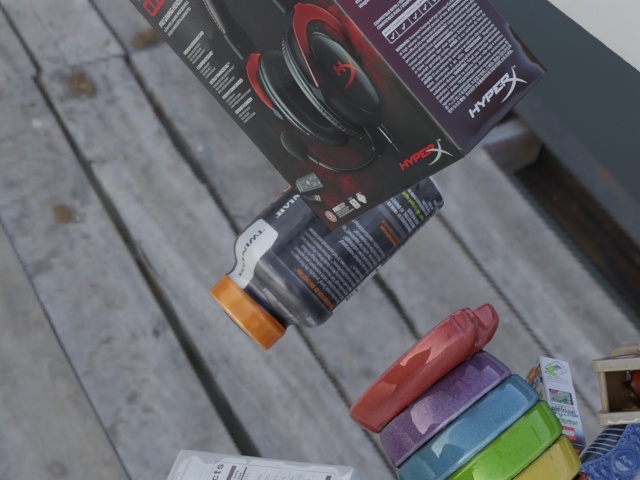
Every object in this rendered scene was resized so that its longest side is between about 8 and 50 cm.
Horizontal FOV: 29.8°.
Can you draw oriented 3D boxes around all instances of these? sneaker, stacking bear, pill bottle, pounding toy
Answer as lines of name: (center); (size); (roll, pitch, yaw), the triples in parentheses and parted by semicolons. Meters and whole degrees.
sneaker: (0.437, 0.326, 1.791); (0.081, 0.090, 0.232); (44, 94, 7)
stacking bear: (0.175, 0.219, 1.092); (0.289, 0.164, 0.175); (50, 14, 12)
pill bottle: (0.000, 0.000, 1.242); (0.246, 0.130, 0.130); (-44, 65, -5)
pounding toy: (0.407, 0.137, 1.420); (0.154, 0.269, 0.154); (-4, 86, -24)

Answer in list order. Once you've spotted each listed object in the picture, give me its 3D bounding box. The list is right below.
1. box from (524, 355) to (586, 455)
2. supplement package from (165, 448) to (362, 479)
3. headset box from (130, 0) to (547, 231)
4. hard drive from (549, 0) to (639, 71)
box: (0.215, 0.233, 1.282); (0.036, 0.207, 0.114); (13, 40, -11)
supplement package: (-0.026, 0.307, 0.842); (0.145, 0.262, 0.204); (0, 48, 29)
headset box: (-0.009, -0.171, 0.905); (0.293, 0.218, 0.110); (49, 61, -7)
hard drive: (0.352, -0.339, 1.271); (0.040, 0.307, 0.203); (-30, 61, -31)
